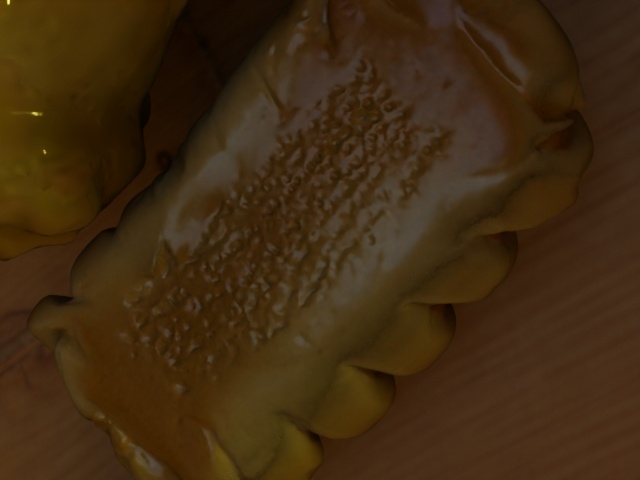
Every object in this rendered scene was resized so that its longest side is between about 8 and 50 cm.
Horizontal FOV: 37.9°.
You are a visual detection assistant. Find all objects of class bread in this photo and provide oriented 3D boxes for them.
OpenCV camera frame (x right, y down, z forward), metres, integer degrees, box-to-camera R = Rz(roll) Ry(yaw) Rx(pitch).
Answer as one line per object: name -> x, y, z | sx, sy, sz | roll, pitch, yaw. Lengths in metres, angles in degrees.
bread -> 0.000, 0.000, 0.475 | 0.311, 0.121, 0.173 | -46, 75, 16

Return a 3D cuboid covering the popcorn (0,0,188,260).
popcorn -> -0.156, -0.155, 0.440 | 0.381, 0.349, 0.349 | -1, 87, 19
